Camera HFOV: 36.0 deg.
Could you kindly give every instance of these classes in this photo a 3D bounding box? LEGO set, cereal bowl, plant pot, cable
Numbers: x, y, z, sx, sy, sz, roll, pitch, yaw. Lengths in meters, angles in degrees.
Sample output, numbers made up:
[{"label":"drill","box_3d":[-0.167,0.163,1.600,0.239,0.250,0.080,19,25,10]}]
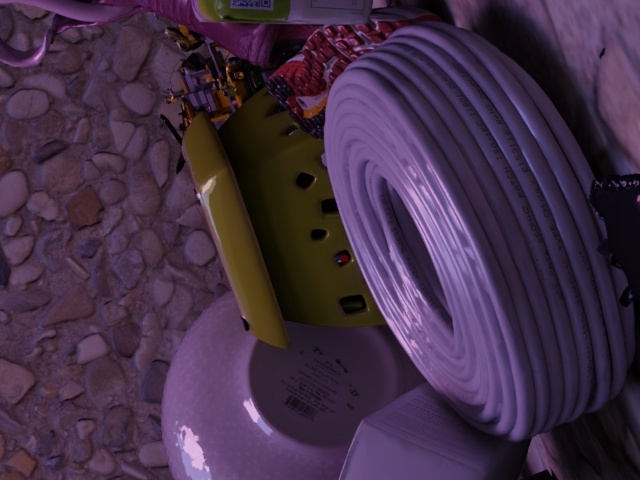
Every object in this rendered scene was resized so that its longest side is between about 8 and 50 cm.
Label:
[{"label":"LEGO set","box_3d":[-0.148,-0.242,1.281,0.331,0.192,0.255,-80,-29,-54]},{"label":"cereal bowl","box_3d":[-0.001,0.168,1.043,0.141,0.339,0.339,103,149,-58]},{"label":"plant pot","box_3d":[-0.011,-0.038,0.976,0.228,0.207,0.227,-121,13,-64]},{"label":"cable","box_3d":[0.085,-0.005,0.598,0.257,0.089,0.257,58,168,40]}]

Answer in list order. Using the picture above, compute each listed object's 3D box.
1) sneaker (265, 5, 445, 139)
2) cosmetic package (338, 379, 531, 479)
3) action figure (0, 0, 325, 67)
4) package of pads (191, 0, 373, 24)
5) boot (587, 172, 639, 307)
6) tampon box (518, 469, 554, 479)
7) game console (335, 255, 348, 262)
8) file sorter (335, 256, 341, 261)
[{"label":"sneaker","box_3d":[0.033,-0.145,0.753,0.088,0.093,0.225,47,164,-18]},{"label":"cosmetic package","box_3d":[0.083,0.166,0.679,0.231,0.085,0.117,-4,-67,-70]},{"label":"action figure","box_3d":[-0.128,-0.250,0.911,0.370,0.276,0.248,29,168,12]},{"label":"package of pads","box_3d":[-0.033,-0.257,0.637,0.296,0.101,0.229,-129,39,-73]},{"label":"boot","box_3d":[0.148,0.017,0.384,0.121,0.045,0.099,179,77,-83]},{"label":"tampon box","box_3d":[0.178,0.292,0.786,0.161,0.101,0.120,-118,9,-59]},{"label":"game console","box_3d":[0.052,-0.032,1.445,0.124,0.085,0.144,32,156,27]},{"label":"file sorter","box_3d":[0.000,0.000,1.331,0.118,0.104,0.170,34,157,22]}]
